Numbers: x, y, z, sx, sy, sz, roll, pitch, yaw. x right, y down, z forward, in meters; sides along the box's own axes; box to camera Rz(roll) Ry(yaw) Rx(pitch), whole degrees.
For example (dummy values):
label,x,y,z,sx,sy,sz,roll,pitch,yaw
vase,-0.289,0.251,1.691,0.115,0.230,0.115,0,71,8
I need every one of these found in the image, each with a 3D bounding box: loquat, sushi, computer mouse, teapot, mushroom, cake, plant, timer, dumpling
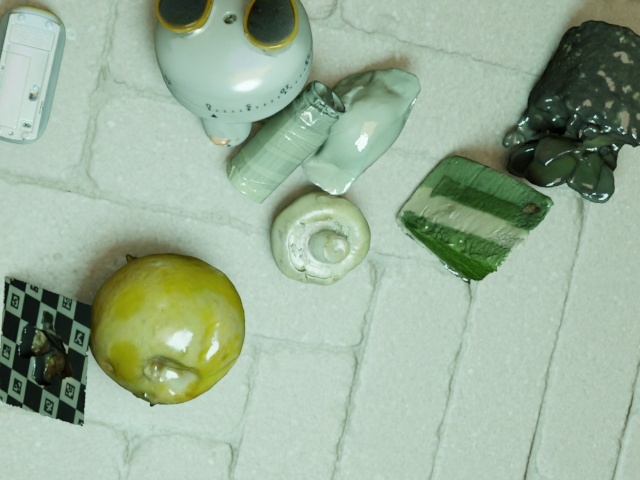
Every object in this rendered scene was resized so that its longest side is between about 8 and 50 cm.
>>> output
label,x,y,z,sx,sy,sz,roll,pitch,yaw
loquat,-0.225,0.120,1.895,0.244,0.244,0.243,-2,97,-15
sushi,-0.388,0.160,1.888,0.040,0.210,0.192,-2,99,-49
computer mouse,-0.432,-0.240,1.884,0.102,0.045,0.199,11,94,-17
teapot,-0.051,-0.158,1.954,0.077,0.107,0.200,35,116,-25
mushroom,0.000,0.000,1.997,0.154,0.122,0.154,-5,108,-16
cake,0.231,-0.042,1.984,0.172,0.283,0.158,37,86,0
plant,0.428,-0.198,2.055,0.199,0.188,0.276,22,90,-16
timer,-0.125,-0.273,1.908,0.234,0.240,0.233,-1,67,2
dumpling,0.048,-0.185,1.999,0.151,0.124,0.229,39,80,19
